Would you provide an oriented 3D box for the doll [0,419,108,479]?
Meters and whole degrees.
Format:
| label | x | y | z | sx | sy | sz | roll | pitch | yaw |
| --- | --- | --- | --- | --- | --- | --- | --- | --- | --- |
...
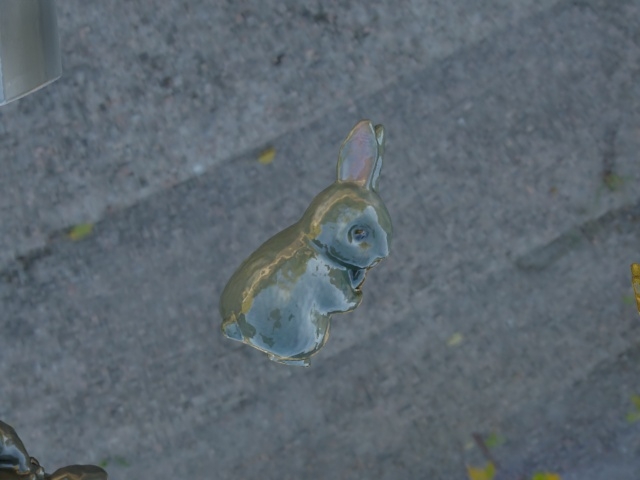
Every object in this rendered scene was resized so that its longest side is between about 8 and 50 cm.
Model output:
| label | x | y | z | sx | sy | sz | roll | pitch | yaw |
| --- | --- | --- | --- | --- | --- | --- | --- | --- | --- |
| doll | -0.423 | 0.461 | 1.703 | 0.252 | 0.379 | 0.382 | 21 | 87 | -21 |

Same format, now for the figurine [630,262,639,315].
| label | x | y | z | sx | sy | sz | roll | pitch | yaw |
| --- | --- | --- | --- | --- | --- | --- | --- | --- | --- |
| figurine | 0.434 | 0.077 | 1.216 | 0.215 | 0.215 | 0.228 | 15 | 143 | -36 |

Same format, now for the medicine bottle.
| label | x | y | z | sx | sy | sz | roll | pitch | yaw |
| --- | --- | --- | --- | --- | --- | --- | --- | --- | --- |
| medicine bottle | -0.319 | -0.237 | 1.215 | 0.088 | 0.132 | 0.188 | 6 | 112 | 17 |

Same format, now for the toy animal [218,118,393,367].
| label | x | y | z | sx | sy | sz | roll | pitch | yaw |
| --- | --- | --- | --- | --- | --- | --- | --- | --- | --- |
| toy animal | 0.004 | 0.010 | 1.154 | 0.236 | 0.108 | 0.138 | -54 | 155 | 16 |
